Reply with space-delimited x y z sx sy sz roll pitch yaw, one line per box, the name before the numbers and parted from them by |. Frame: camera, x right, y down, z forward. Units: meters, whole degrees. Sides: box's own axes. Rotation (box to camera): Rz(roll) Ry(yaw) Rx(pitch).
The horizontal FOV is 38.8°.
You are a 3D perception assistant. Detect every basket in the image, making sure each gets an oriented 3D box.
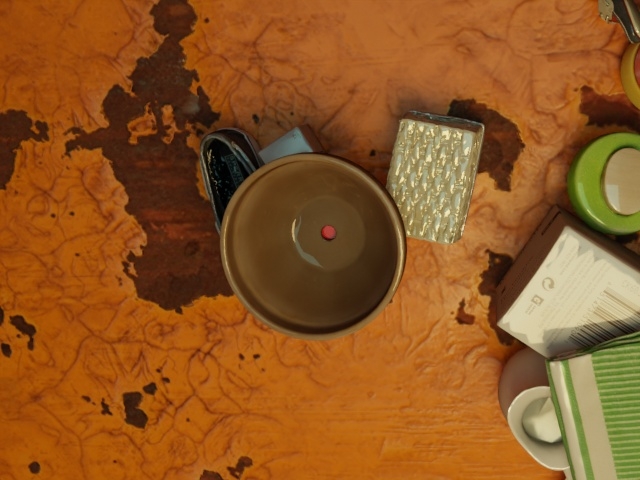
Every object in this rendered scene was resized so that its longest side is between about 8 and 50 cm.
basket | 0.147 -0.081 1.206 0.113 0.103 0.167 12 103 10

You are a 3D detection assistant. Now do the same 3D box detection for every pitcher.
pitcher | 0.305 0.233 1.179 0.126 0.207 0.177 -25 95 14

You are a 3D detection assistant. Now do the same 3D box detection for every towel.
towel | 0.442 0.204 1.056 0.325 0.038 0.247 -15 99 0

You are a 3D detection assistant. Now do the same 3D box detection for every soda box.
soda box | 0.006 -0.052 1.253 0.069 0.074 0.216 -33 93 15

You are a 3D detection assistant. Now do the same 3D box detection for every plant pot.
plant pot | 0.000 0.000 1.167 0.238 0.110 0.237 4 103 15

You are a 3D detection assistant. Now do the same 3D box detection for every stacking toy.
stacking toy | 0.471 -0.098 1.094 0.309 0.130 0.279 37 88 2

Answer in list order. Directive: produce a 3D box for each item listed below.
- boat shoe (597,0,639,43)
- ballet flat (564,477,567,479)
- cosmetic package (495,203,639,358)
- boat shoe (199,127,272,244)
boat shoe | 0.365 -0.294 1.131 0.043 0.049 0.137 -32 57 28
ballet flat | 0.382 0.429 1.254 0.139 0.139 0.399 7 97 10
cosmetic package | 0.326 0.065 1.157 0.151 0.183 0.151 33 104 2
boat shoe | -0.090 -0.013 1.264 0.108 0.102 0.301 -17 96 13
